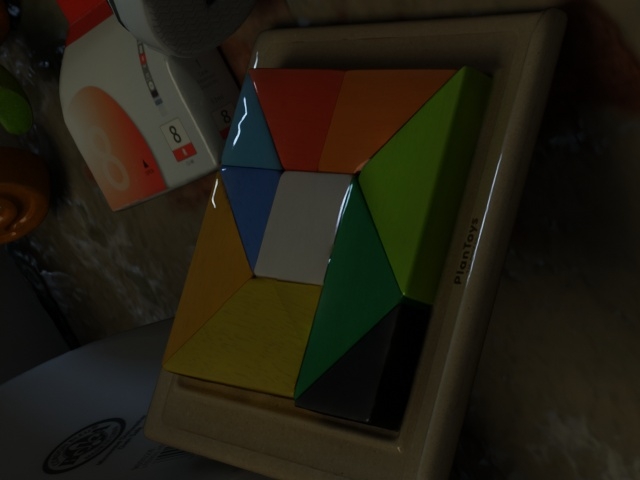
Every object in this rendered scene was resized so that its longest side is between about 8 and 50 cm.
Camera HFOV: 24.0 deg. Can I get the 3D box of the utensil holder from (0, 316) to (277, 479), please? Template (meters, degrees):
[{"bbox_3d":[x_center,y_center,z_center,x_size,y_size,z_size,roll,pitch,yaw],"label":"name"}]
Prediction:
[{"bbox_3d":[-0.062,0.273,0.887,0.328,0.328,0.385,2,118,53],"label":"utensil holder"}]

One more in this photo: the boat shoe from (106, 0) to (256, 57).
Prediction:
[{"bbox_3d":[-0.107,-0.232,0.683,0.119,0.121,0.335,30,142,29],"label":"boat shoe"}]

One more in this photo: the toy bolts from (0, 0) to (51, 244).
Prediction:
[{"bbox_3d":[-0.307,-0.093,1.036,0.218,0.229,0.158,75,177,-64],"label":"toy bolts"}]

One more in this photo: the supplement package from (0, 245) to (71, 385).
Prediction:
[{"bbox_3d":[-0.321,0.125,1.193,0.203,0.149,0.194,-24,103,33],"label":"supplement package"}]

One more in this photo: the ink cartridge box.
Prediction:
[{"bbox_3d":[-0.121,-0.112,0.886,0.145,0.045,0.179,-17,106,57],"label":"ink cartridge box"}]

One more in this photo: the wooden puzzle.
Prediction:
[{"bbox_3d":[0.000,0.000,0.693,0.239,0.044,0.221,4,77,55],"label":"wooden puzzle"}]
